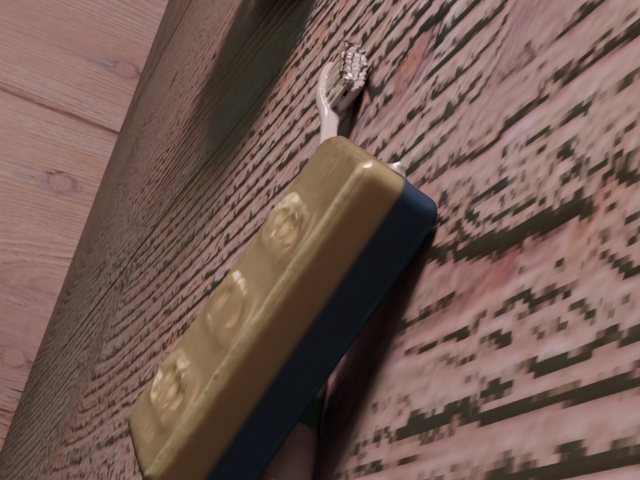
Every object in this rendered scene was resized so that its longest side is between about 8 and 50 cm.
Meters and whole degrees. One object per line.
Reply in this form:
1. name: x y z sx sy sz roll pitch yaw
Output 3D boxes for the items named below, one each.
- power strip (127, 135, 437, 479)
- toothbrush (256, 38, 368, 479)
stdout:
1. power strip: -0.013 0.024 0.484 0.123 0.032 0.056 -55 19 5
2. toothbrush: 0.000 0.000 0.575 0.024 0.018 0.257 -53 17 35
